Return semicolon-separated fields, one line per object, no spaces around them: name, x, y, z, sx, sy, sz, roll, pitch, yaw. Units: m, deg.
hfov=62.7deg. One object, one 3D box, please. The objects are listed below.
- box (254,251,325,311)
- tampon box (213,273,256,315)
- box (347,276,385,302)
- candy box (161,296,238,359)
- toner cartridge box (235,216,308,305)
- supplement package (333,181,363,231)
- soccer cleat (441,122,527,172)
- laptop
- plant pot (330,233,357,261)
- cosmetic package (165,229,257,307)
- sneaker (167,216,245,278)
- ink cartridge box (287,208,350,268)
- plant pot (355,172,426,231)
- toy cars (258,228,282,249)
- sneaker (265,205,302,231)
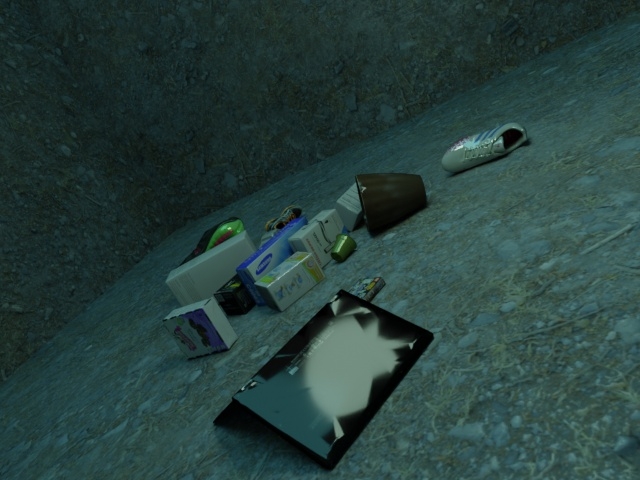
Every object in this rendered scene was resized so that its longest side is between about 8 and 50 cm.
box;-0.103;0.135;1.787;0.203;0.103;0.114;-37;19;-23
tampon box;-0.286;0.187;1.942;0.120;0.101;0.161;-12;24;43
box;0.113;0.156;1.504;0.094;0.027;0.137;-9;26;47
candy box;-0.393;0.289;1.712;0.196;0.164;0.070;-20;17;31
toner cartridge box;-0.140;0.071;1.933;0.075;0.165;0.348;-12;25;46
supplement package;0.136;-0.138;2.124;0.179;0.105;0.105;-46;-18;-43
soccer cleat;0.619;-0.353;1.993;0.331;0.116;0.143;-26;17;12
laptop;-0.010;0.327;1.230;0.408;0.236;0.382;23;49;33
plant pot;0.075;0.032;1.860;0.083;0.083;0.079;-10;37;48
cosmetic package;-0.416;0.137;2.143;0.366;0.196;0.155;-28;15;-1
sneaker;-0.494;0.076;2.350;0.483;0.185;0.202;-38;22;21
ink cartridge box;0.000;0.000;1.934;0.086;0.148;0.203;-5;30;51
plant pot;0.263;-0.161;1.928;0.231;0.215;0.215;-13;18;2
toy cars;-0.310;0.042;2.429;0.394;0.087;0.176;-35;18;-18
sneaker;-0.172;-0.098;2.645;0.215;0.084;0.083;-38;32;-16
